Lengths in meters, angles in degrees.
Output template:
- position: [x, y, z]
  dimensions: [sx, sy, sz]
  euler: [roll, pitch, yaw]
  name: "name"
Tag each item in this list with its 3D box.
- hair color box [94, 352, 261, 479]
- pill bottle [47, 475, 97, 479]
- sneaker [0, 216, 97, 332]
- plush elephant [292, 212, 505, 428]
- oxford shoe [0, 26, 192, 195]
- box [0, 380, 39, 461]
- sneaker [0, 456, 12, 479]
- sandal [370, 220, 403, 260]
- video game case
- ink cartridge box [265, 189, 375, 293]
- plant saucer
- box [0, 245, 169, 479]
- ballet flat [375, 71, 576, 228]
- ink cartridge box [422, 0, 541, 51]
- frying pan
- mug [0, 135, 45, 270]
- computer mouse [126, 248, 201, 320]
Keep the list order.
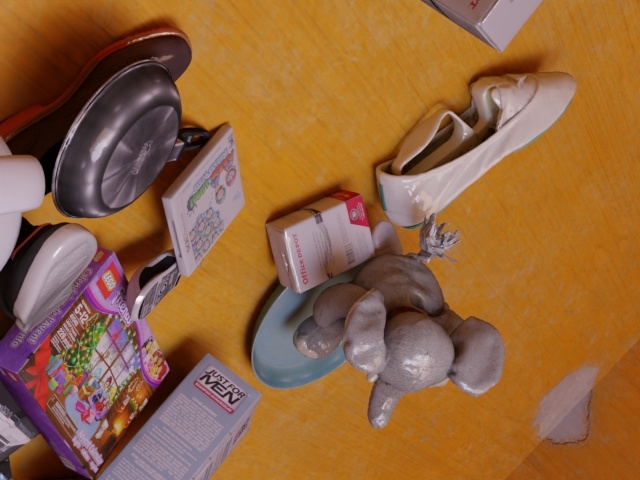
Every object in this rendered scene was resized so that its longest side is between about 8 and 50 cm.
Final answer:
- position: [-0.252, 0.365, 1.469]
  dimensions: [0.374, 0.113, 0.185]
  euler: [-48, 170, -27]
  name: "hair color box"
- position: [-0.392, 0.411, 1.534]
  dimensions: [0.137, 0.078, 0.078]
  euler: [6, 121, -49]
  name: "pill bottle"
- position: [-0.333, 0.007, 1.051]
  dimensions: [0.104, 0.147, 0.295]
  euler: [-44, -176, -26]
  name: "sneaker"
- position: [0.122, 0.156, 1.472]
  dimensions: [0.271, 0.255, 0.330]
  euler: [19, 127, -8]
  name: "plush elephant"
- position: [-0.244, -0.138, 1.109]
  dimensions: [0.271, 0.098, 0.097]
  euler: [-40, 145, -9]
  name: "oxford shoe"
- position: [-0.525, 0.247, 1.227]
  dimensions: [0.307, 0.076, 0.242]
  euler: [-35, 145, -16]
  name: "box"
- position: [-0.479, 0.352, 1.369]
  dimensions: [0.073, 0.063, 0.162]
  euler: [5, 143, -37]
  name: "sneaker"
- position: [0.108, 0.071, 1.646]
  dimensions: [0.102, 0.076, 0.265]
  euler: [-57, 139, -41]
  name: "sandal"
- position: [-0.152, -0.053, 1.301]
  dimensions: [0.157, 0.019, 0.143]
  euler: [-57, 154, -38]
  name: "video game case"
- position: [0.000, 0.000, 1.508]
  dimensions: [0.150, 0.063, 0.109]
  euler: [-25, 114, -26]
  name: "ink cartridge box"
- position: [0.003, 0.123, 1.687]
  dimensions: [0.317, 0.044, 0.318]
  euler: [-27, 141, -24]
  name: "plant saucer"
- position: [-0.314, 0.168, 1.320]
  dimensions: [0.201, 0.057, 0.293]
  euler: [-57, 154, -30]
  name: "box"
- position: [0.250, -0.180, 1.580]
  dimensions: [0.400, 0.139, 0.139]
  euler: [-39, 145, -9]
  name: "ballet flat"
- position: [0.191, -0.359, 1.244]
  dimensions: [0.153, 0.208, 0.087]
  euler: [-52, 145, 9]
  name: "ink cartridge box"
- position: [-0.205, -0.087, 1.122]
  dimensions: [0.197, 0.053, 0.326]
  euler: [-56, 166, -7]
  name: "frying pan"
- position: [-0.404, -0.032, 0.828]
  dimensions: [0.328, 0.374, 0.276]
  euler: [-8, 94, -57]
  name: "mug"
- position: [-0.213, 0.037, 1.327]
  dimensions: [0.193, 0.042, 0.106]
  euler: [-48, 165, -52]
  name: "computer mouse"
